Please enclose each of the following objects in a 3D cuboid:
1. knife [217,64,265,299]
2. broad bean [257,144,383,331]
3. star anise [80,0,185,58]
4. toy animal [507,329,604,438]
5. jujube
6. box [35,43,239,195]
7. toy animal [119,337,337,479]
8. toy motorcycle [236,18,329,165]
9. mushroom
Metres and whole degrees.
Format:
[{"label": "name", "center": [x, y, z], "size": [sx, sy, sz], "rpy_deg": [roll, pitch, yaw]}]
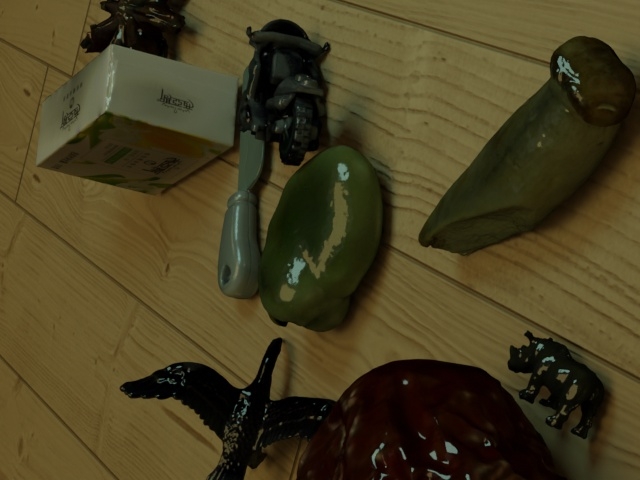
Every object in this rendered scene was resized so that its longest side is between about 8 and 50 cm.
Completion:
[{"label": "knife", "center": [-0.095, -0.086, 2.265], "size": [0.080, 0.044, 0.331], "rpy_deg": [-27, 55, 59]}, {"label": "broad bean", "center": [0.000, 0.000, 2.027], "size": [0.228, 0.100, 0.169], "rpy_deg": [-57, 43, 15]}, {"label": "star anise", "center": [-0.269, -0.340, 2.578], "size": [0.288, 0.088, 0.288], "rpy_deg": [-23, 58, 41]}, {"label": "toy animal", "center": [0.221, 0.130, 1.654], "size": [0.136, 0.047, 0.065], "rpy_deg": [43, 113, 57]}, {"label": "jujube", "center": [0.116, 0.277, 1.595], "size": [0.377, 0.276, 0.276], "rpy_deg": [-110, 40, -59]}, {"label": "box", "center": [-0.255, -0.162, 2.389], "size": [0.260, 0.194, 0.111], "rpy_deg": [-30, 52, 56]}, {"label": "toy animal", "center": [-0.095, 0.203, 2.097], "size": [0.197, 0.272, 0.160], "rpy_deg": [-59, -19, -56]}, {"label": "toy motorcycle", "center": [-0.043, -0.186, 2.124], "size": [0.270, 0.106, 0.159], "rpy_deg": [-137, 57, -71]}, {"label": "mushroom", "center": [0.202, -0.069, 1.710], "size": [0.333, 0.087, 0.107], "rpy_deg": [-52, 36, 44]}]
